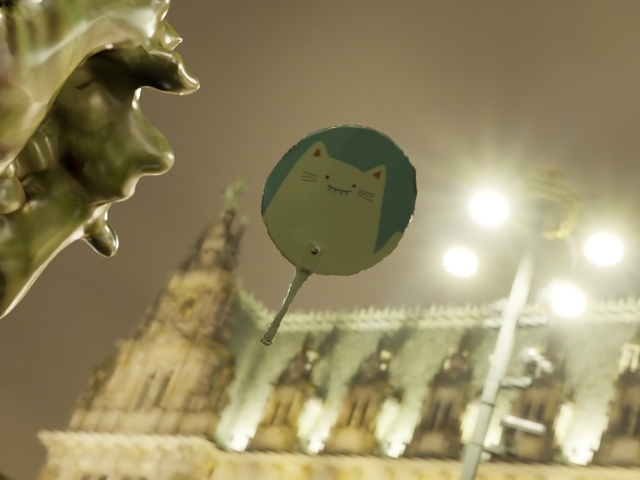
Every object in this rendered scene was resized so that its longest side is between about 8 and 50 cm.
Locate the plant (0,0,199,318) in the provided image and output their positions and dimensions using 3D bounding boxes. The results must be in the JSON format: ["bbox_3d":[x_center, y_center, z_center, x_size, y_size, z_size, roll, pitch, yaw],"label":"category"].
[{"bbox_3d":[-0.240,-0.108,0.724,0.333,0.180,0.251,33,-70,19],"label":"plant"}]

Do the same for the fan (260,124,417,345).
[{"bbox_3d":[0.000,0.000,0.938,0.113,0.175,0.005,22,14,-23],"label":"fan"}]
